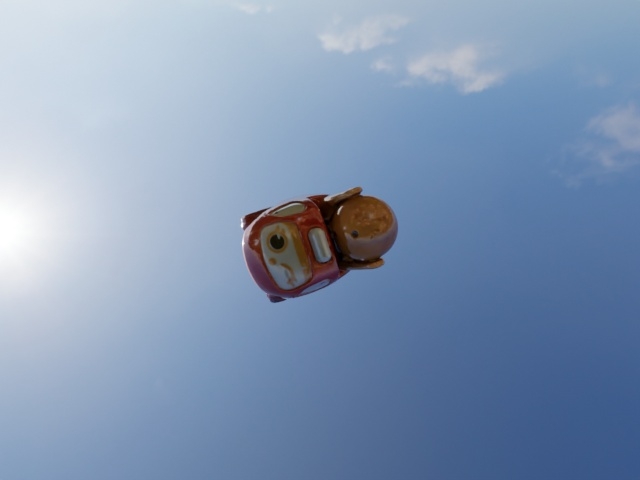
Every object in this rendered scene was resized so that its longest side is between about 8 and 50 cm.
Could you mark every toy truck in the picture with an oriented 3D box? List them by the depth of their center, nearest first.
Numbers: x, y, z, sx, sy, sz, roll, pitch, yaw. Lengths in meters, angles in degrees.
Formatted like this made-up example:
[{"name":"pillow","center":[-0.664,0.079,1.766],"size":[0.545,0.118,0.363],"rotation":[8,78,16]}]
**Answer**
[{"name":"toy truck","center":[0.000,0.000,0.747],"size":[0.265,0.189,0.239],"rotation":[-22,-173,-29]}]
